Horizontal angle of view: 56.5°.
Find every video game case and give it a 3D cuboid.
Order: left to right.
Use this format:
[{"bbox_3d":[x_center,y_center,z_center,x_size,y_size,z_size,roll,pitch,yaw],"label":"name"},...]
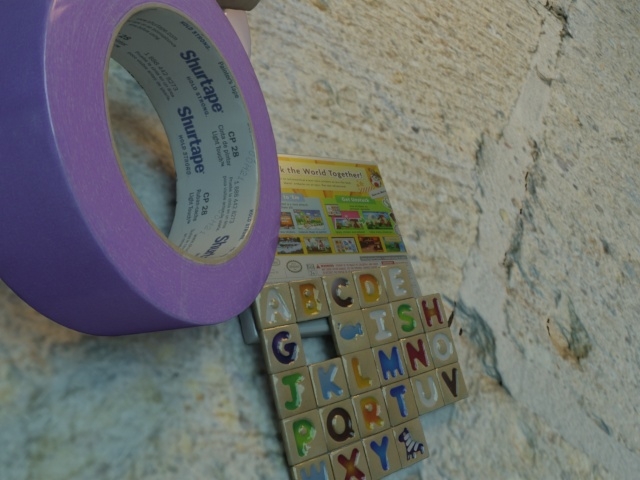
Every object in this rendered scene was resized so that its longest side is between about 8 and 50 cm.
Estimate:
[{"bbox_3d":[0.000,0.000,0.641,0.227,0.026,0.206,-1,65,-36],"label":"video game case"}]

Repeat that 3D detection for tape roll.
[{"bbox_3d":[-0.129,-0.069,0.449,0.275,0.090,0.275,-10,90,-67],"label":"tape roll"}]

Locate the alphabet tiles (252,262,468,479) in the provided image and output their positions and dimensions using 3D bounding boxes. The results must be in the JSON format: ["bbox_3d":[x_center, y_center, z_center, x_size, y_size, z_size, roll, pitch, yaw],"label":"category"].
[{"bbox_3d":[0.054,0.126,0.590,0.237,0.009,0.198,-7,77,-37],"label":"alphabet tiles"}]

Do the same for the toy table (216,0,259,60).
[{"bbox_3d":[-0.130,-0.299,0.634,0.252,0.161,0.274,-13,71,-41],"label":"toy table"}]
